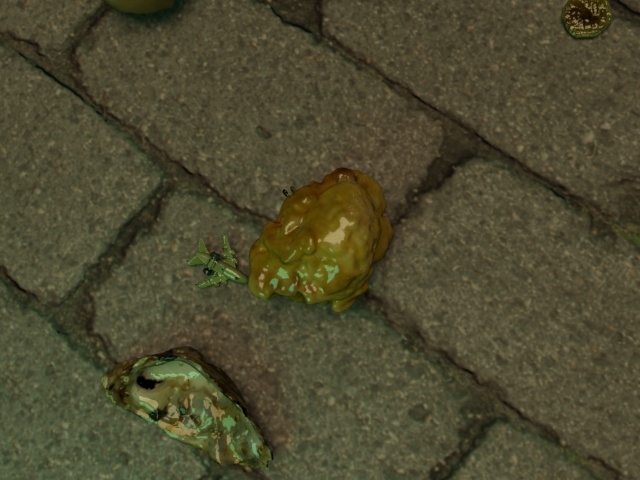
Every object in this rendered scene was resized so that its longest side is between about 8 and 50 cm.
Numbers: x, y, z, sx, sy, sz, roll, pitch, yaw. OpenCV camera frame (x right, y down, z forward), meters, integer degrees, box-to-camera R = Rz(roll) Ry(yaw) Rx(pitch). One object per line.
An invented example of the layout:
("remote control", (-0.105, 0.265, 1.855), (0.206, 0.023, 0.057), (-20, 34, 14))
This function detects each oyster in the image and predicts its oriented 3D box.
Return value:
("oyster", (-0.201, 0.268, 1.255), (0.294, 0.094, 0.166), (40, 104, 3))

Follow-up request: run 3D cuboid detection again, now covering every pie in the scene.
("pie", (0.451, -0.379, 1.328), (0.085, 0.020, 0.084), (-1, 79, 7))

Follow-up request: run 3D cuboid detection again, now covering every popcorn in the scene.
("popcorn", (0.004, -0.001, 1.223), (0.191, 0.190, 0.253), (26, 79, 4))

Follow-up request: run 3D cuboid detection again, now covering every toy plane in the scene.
("toy plane", (-0.167, 0.044, 1.309), (0.111, 0.040, 0.102), (30, 103, 13))

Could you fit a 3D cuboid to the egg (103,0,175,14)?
("egg", (-0.330, -0.516, 1.348), (0.201, 0.244, 0.201), (-13, 47, 15))
